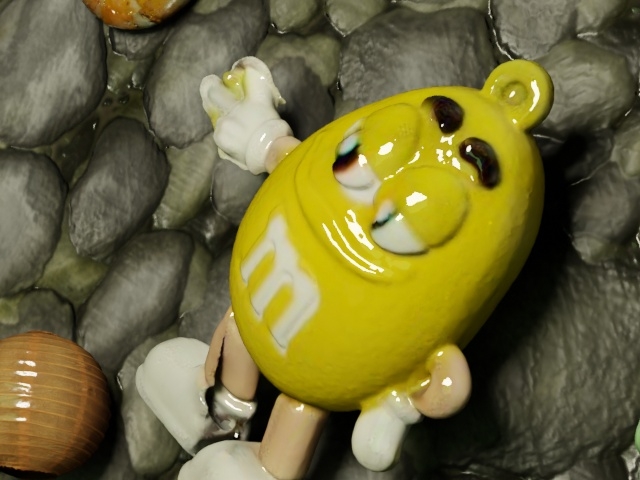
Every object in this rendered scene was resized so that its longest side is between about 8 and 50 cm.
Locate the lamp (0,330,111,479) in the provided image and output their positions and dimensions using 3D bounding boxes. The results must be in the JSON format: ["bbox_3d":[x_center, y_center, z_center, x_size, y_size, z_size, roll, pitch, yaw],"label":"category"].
[{"bbox_3d":[-0.250,0.144,1.486,0.136,0.136,0.136,-5,81,34],"label":"lamp"}]

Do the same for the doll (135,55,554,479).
[{"bbox_3d":[-0.004,0.037,1.326,0.348,0.161,0.423,20,101,39],"label":"doll"}]

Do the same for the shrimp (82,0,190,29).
[{"bbox_3d":[-0.143,-0.337,1.527,0.290,0.054,0.222,-50,60,23],"label":"shrimp"}]

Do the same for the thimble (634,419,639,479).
[{"bbox_3d":[0.312,0.122,1.066,0.219,0.219,0.150,20,97,35],"label":"thimble"}]
